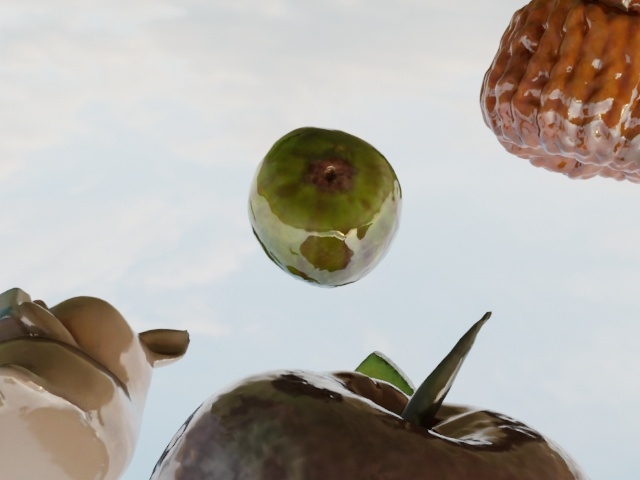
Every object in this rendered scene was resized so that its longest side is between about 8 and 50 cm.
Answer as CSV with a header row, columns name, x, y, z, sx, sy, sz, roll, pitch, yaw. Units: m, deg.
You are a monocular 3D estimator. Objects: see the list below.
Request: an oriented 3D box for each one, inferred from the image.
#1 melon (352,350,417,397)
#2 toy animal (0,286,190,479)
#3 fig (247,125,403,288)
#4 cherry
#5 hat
name,x,y,z,sx,sy,sz,roll,pitch,yaw
melon,0.056,0.209,1.174,0.118,0.209,0.064,-12,169,0
toy animal,-0.276,0.152,1.279,0.195,0.213,0.256,-28,-154,17
fig,0.010,-0.011,0.734,0.093,0.093,0.166,6,168,12
cherry,0.023,0.164,0.606,0.236,0.285,0.213,25,-175,-7
hat,0.332,-0.259,1.351,0.285,0.400,0.285,11,174,1
